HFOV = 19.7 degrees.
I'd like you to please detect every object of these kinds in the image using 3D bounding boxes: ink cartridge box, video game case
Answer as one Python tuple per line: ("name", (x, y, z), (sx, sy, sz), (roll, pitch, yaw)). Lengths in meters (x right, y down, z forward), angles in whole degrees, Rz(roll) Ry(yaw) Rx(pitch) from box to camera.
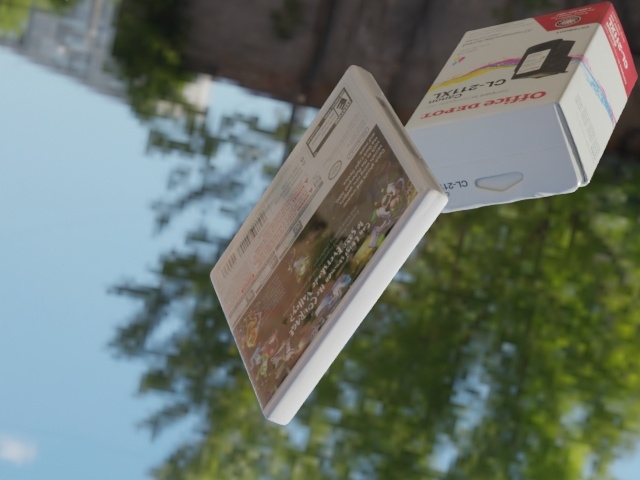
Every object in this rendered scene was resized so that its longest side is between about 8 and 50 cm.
("ink cartridge box", (0.152, -0.102, 1.383), (0.127, 0.072, 0.175), (-9, -154, 27))
("video game case", (0.000, 0.000, 1.224), (0.022, 0.190, 0.173), (24, -158, -29))
